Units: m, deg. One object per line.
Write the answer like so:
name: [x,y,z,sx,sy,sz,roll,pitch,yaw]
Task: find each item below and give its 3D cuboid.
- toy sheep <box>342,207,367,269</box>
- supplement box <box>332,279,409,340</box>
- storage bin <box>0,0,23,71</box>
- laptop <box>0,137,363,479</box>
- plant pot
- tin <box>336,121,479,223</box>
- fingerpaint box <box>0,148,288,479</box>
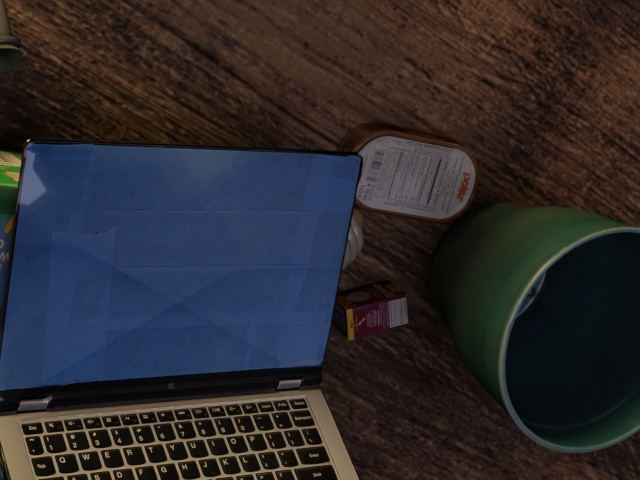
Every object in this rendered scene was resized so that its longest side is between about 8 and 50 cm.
toy sheep: [0.000,0.000,1.537,0.132,0.091,0.091,-32,119,-29]
supplement box: [0.059,0.084,1.613,0.083,0.055,0.043,-13,113,-21]
storage bin: [-0.366,-0.213,1.294,0.135,0.098,0.091,-5,82,-23]
laptop: [-0.089,0.139,1.259,0.382,0.408,0.236,-1,143,-36]
plant pot: [0.265,0.075,1.591,0.272,0.255,0.271,-9,112,-23]
tin: [0.105,-0.078,1.589,0.190,0.040,0.106,9,108,-28]
fingerpaint box: [-0.246,0.109,1.384,0.445,0.163,0.371,6,106,-35]
